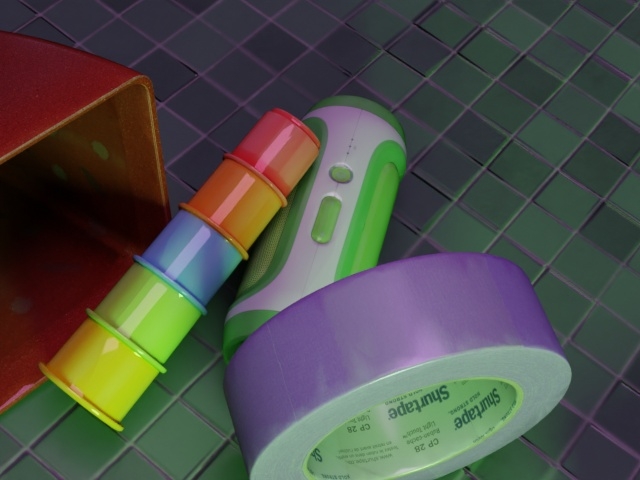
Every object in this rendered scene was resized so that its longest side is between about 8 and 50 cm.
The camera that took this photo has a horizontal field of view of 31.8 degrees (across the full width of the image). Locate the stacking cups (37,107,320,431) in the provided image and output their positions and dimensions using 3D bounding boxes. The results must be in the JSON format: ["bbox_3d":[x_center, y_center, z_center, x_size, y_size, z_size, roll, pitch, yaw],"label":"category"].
[{"bbox_3d":[-0.111,0.022,1.011,0.096,0.096,0.316,38,78,15],"label":"stacking cups"}]

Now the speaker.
[{"bbox_3d":[0.000,0.000,1.089,0.131,0.131,0.297,17,55,1],"label":"speaker"}]

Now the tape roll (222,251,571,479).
[{"bbox_3d":[0.062,0.122,0.929,0.274,0.275,0.090,-9,59,-17],"label":"tape roll"}]

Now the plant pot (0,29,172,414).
[{"bbox_3d":[-0.311,-0.037,0.991,0.235,0.267,0.267,36,57,28],"label":"plant pot"}]
